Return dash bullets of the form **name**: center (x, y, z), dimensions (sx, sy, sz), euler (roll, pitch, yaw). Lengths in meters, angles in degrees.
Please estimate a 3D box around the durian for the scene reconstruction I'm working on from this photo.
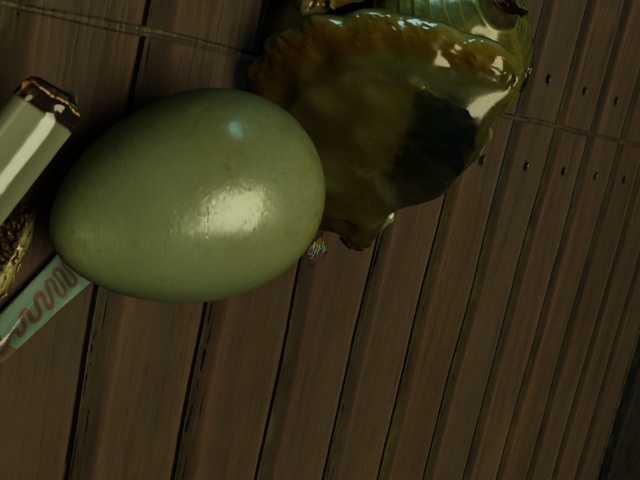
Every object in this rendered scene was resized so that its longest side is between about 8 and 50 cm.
- **durian**: center (-0.322, 0.017, 0.828), dimensions (0.130, 0.052, 0.066), euler (-62, 179, -5)

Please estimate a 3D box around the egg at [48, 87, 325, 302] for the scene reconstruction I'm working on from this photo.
- **egg**: center (-0.134, -0.042, 0.874), dimensions (0.296, 0.218, 0.218), euler (-18, 120, -30)

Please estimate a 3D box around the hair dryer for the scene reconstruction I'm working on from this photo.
- **hair dryer**: center (-0.318, -0.003, 0.715), dimensions (0.362, 0.128, 0.203), euler (-55, 139, -7)

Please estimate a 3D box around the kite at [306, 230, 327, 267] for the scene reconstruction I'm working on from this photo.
- **kite**: center (0.003, 0.003, 1.223), dimensions (0.078, 0.002, 0.044), euler (-58, 140, -13)

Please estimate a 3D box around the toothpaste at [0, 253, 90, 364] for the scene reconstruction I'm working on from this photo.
- **toothpaste**: center (-0.313, 0.089, 0.864), dimensions (0.205, 0.036, 0.056), euler (-50, 136, -28)

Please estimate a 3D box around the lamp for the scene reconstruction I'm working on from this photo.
- **lamp**: center (0.161, -0.258, 1.076), dimensions (0.250, 0.284, 0.250), euler (8, 73, -26)

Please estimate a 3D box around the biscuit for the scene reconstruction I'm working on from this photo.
- **biscuit**: center (0.068, -0.115, 1.022), dimensions (0.078, 0.330, 0.335), euler (-74, 163, -49)

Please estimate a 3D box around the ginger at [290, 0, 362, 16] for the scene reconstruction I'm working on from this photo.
- **ginger**: center (0.041, -0.373, 0.997), dimensions (0.267, 0.138, 0.152), euler (-53, 144, -27)
